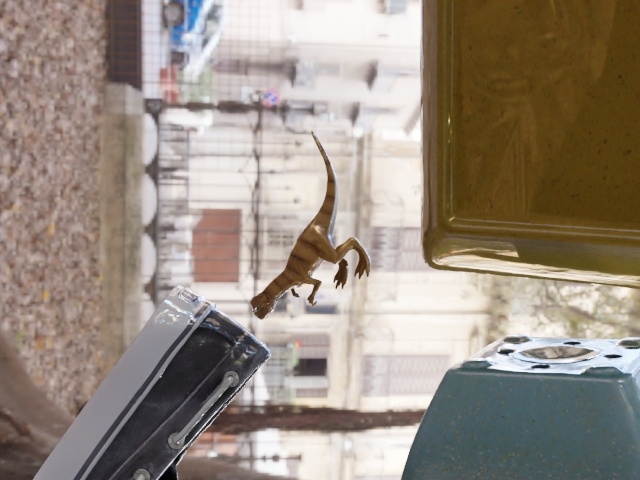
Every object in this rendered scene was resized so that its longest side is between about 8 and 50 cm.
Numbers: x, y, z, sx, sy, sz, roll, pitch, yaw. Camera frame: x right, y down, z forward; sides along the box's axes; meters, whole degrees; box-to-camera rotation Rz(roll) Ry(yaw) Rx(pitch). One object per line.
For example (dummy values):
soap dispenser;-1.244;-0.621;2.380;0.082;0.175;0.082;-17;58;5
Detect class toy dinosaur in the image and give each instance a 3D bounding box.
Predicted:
toy dinosaur;0.000;0.000;0.943;0.064;0.112;0.211;13;-105;63

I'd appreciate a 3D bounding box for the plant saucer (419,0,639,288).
plant saucer;0.216;-0.118;0.698;0.081;0.333;0.333;-18;109;-57

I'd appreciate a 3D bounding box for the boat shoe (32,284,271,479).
boat shoe;-0.145;0.181;0.631;0.301;0.102;0.108;-55;177;-1

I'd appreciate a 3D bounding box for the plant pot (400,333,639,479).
plant pot;0.204;0.214;0.725;0.247;0.248;0.252;-12;98;-58
